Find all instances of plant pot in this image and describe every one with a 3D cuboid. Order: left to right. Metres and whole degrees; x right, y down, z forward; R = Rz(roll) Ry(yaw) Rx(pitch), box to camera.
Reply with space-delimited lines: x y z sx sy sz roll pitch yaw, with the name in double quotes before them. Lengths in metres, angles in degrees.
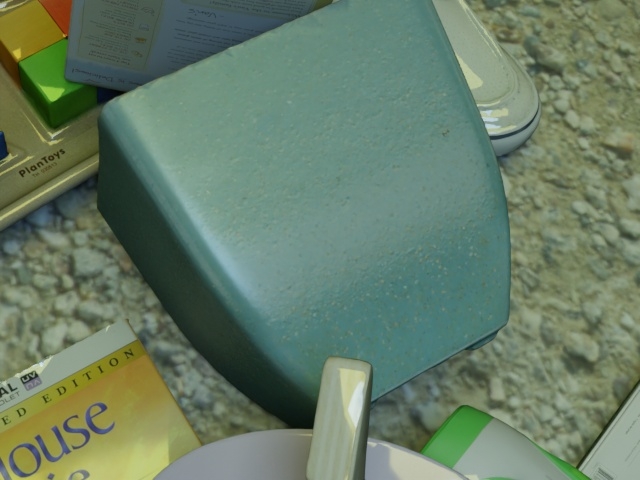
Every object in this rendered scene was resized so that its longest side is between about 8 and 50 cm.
"plant pot" 0.000 0.000 0.794 0.247 0.248 0.252 -26 82 -17

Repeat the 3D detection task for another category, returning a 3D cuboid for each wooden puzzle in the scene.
"wooden puzzle" -0.317 -0.171 0.902 0.322 0.080 0.348 -35 74 -20

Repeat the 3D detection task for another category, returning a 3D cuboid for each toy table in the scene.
"toy table" -0.001 0.202 0.628 0.274 0.161 0.252 -3 77 7

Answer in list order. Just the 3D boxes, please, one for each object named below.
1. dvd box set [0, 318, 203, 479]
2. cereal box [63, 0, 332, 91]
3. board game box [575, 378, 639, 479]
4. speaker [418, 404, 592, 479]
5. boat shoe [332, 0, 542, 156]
"dvd box set" -0.163 0.296 0.721 0.308 0.062 0.420 -28 68 -17
"cereal box" -0.095 -0.169 0.782 0.173 0.240 0.047 10 72 -14
"board game box" 0.350 0.148 0.842 0.193 0.053 0.305 38 66 15
"speaker" 0.184 0.248 0.737 0.296 0.131 0.131 38 66 14
"boat shoe" 0.056 -0.230 0.954 0.136 0.156 0.367 -40 72 -21
